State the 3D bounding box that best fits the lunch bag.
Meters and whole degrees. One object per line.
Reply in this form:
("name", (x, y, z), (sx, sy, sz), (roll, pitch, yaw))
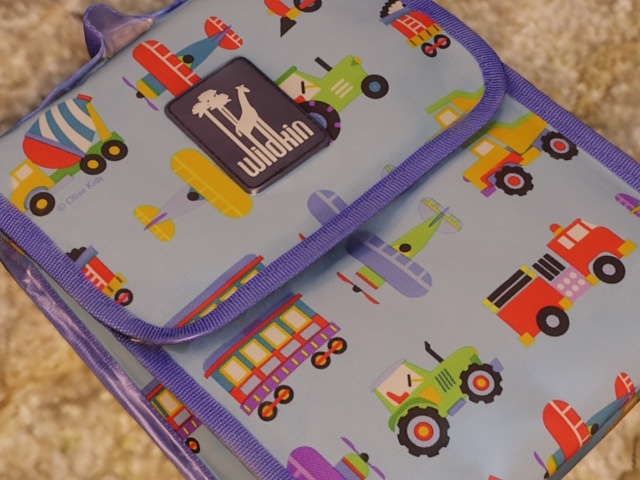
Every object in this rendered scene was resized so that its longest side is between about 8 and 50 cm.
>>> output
("lunch bag", (0.000, 0.000, 0.834), (0.221, 0.138, 0.293), (-41, 77, -21))
